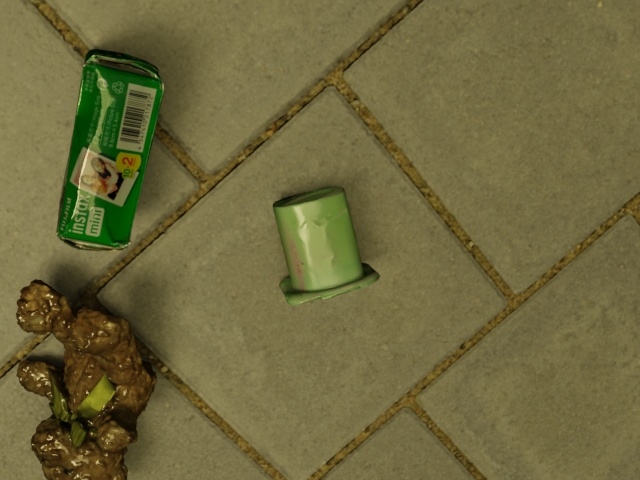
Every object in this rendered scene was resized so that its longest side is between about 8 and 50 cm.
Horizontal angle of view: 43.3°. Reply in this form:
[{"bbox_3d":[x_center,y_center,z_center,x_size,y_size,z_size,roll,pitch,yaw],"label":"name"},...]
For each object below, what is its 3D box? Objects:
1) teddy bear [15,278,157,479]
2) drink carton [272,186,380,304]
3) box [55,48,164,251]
[{"bbox_3d":[-0.356,0.223,1.150,0.223,0.246,0.296,-56,149,-22],"label":"teddy bear"},{"bbox_3d":[0.000,0.000,1.197,0.144,0.146,0.142,-14,100,-8],"label":"drink carton"},{"bbox_3d":[-0.284,-0.123,1.078,0.103,0.180,0.250,11,103,-18],"label":"box"}]
